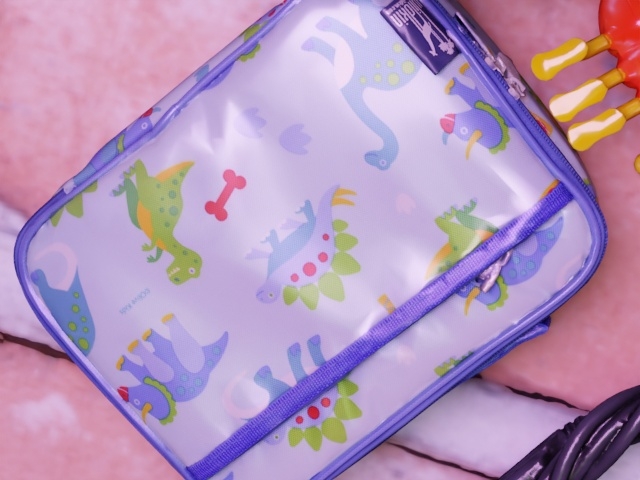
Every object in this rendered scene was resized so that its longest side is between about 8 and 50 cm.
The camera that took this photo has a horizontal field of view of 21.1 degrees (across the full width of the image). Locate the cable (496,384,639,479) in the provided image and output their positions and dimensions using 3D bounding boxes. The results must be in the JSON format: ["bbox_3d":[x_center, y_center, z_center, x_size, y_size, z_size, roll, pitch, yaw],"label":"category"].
[{"bbox_3d":[0.144,0.138,0.734,0.184,0.047,0.150,-41,98,6],"label":"cable"}]

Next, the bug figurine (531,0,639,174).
[{"bbox_3d":[0.204,-0.149,0.675,0.279,0.072,0.216,-24,89,16],"label":"bug figurine"}]

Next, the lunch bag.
[{"bbox_3d":[0.000,0.000,0.722,0.219,0.090,0.176,-37,95,13],"label":"lunch bag"}]
